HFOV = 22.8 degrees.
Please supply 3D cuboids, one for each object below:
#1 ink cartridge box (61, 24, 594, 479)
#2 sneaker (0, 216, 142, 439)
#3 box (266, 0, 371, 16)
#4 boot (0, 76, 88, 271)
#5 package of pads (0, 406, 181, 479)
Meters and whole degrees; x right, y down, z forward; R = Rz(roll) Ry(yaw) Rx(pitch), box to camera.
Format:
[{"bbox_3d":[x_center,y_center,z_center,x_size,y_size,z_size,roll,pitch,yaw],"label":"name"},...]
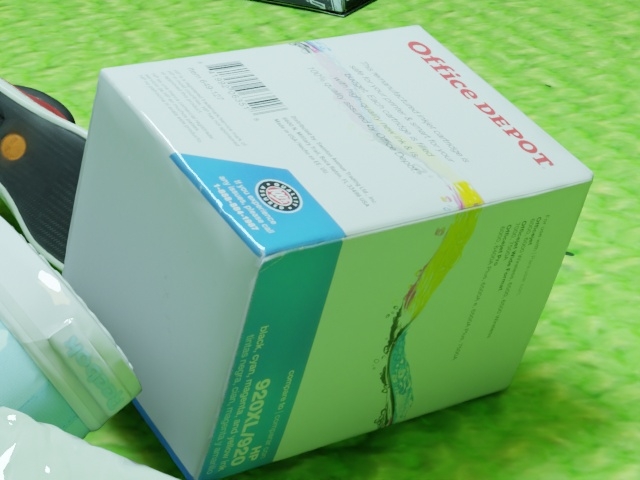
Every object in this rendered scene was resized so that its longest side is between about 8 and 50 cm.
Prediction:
[{"bbox_3d":[0.000,0.000,0.906,0.233,0.168,0.171,-12,45,-34],"label":"ink cartridge box"},{"bbox_3d":[-0.241,0.040,0.888,0.150,0.135,0.366,-38,28,-15],"label":"sneaker"},{"bbox_3d":[0.007,-0.345,1.763,0.243,0.076,0.307,15,31,30],"label":"box"},{"bbox_3d":[-0.174,-0.043,1.155,0.244,0.088,0.176,40,5,14],"label":"boot"},{"bbox_3d":[-0.013,0.201,0.505,0.297,0.229,0.101,17,39,33],"label":"package of pads"}]
